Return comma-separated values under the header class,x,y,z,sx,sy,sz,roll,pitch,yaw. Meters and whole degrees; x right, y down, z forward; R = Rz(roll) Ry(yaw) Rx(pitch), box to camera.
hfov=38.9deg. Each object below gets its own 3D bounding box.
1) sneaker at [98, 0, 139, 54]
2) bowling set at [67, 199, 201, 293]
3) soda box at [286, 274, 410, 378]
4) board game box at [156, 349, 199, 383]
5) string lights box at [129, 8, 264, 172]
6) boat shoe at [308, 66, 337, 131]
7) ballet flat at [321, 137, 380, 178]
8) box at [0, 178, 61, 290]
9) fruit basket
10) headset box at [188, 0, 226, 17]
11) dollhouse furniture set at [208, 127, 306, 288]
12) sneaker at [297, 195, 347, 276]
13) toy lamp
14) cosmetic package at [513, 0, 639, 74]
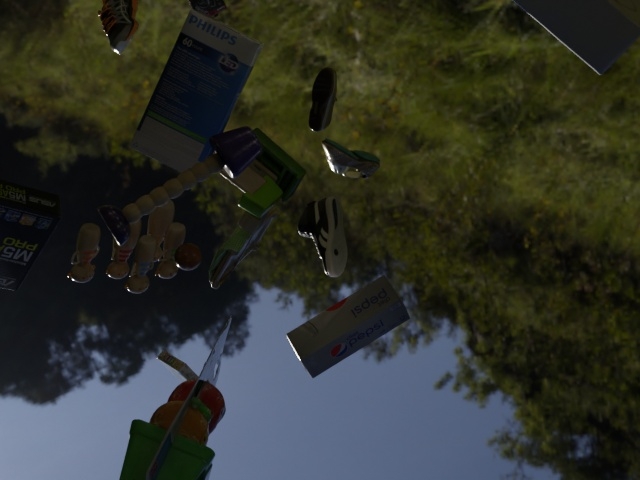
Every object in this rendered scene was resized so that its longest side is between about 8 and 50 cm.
class,x,y,z,sx,sy,sz,roll,pitch,yaw
sneaker,-0.470,-0.505,2.074,0.084,0.083,0.215,-43,-142,26
bowling set,-0.345,0.044,1.810,0.200,0.154,0.287,32,-150,23
soda box,0.068,0.209,2.211,0.286,0.091,0.098,-31,-133,-2
board game box,-0.318,0.333,2.182,0.103,0.154,0.026,20,-118,47
string lights box,-0.214,-0.253,1.571,0.133,0.259,0.077,27,-168,-3
boat shoe,0.016,-0.399,2.538,0.068,0.190,0.072,36,-143,29
ballet flat,0.062,-0.176,2.048,0.206,0.067,0.073,14,-157,-50
box,-0.630,-0.023,1.609,0.270,0.216,0.060,17,-142,-34
fruit basket,-0.239,0.356,1.661,0.165,0.327,0.353,26,-131,6
headset box,-0.227,-0.473,1.771,0.062,0.083,0.032,-30,-152,-6
dollhouse furniture set,-0.190,-0.066,2.015,0.151,0.301,0.197,39,-136,5
sneaker,0.000,0.000,2.357,0.121,0.217,0.079,-14,157,35
toy lamp,-0.220,-0.095,1.443,0.275,0.080,0.080,-31,-154,-11
cosmetic package,0.340,-0.447,1.427,0.097,0.377,0.284,-49,-178,29
